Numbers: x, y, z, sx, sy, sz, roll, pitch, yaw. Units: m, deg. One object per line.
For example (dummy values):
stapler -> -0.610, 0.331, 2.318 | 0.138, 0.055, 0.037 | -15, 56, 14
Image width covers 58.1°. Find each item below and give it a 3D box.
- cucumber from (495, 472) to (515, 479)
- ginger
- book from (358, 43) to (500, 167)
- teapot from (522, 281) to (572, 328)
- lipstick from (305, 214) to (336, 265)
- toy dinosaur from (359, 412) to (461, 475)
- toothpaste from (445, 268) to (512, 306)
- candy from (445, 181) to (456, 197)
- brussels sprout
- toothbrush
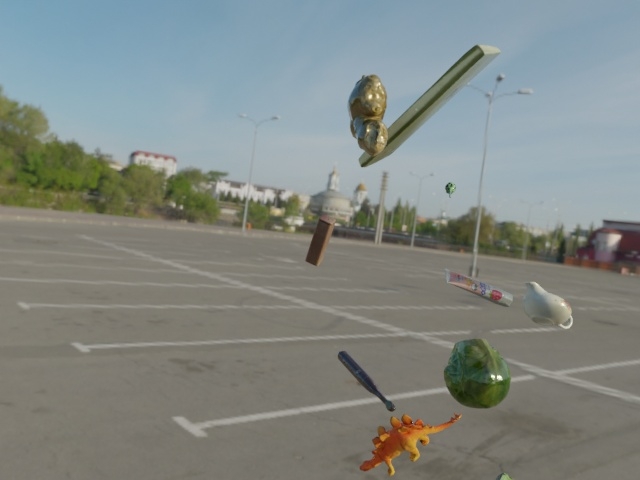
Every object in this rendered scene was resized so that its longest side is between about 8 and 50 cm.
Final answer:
cucumber -> 0.455, 0.677, 1.488 | 0.046, 0.070, 0.220 | -29, 3, 39
ginger -> 0.097, -0.282, 1.234 | 0.081, 0.148, 0.334 | -7, 20, 1
book -> 0.243, -0.300, 1.293 | 0.035, 0.352, 0.239 | 50, 30, 4
teapot -> 0.711, 0.219, 1.803 | 0.226, 0.092, 0.145 | 34, -21, -24
lipstick -> 0.000, 0.000, 1.672 | 0.045, 0.145, 0.045 | 24, 26, 9
toy dinosaur -> 0.201, 0.478, 1.402 | 0.117, 0.288, 0.070 | 47, 17, -19
toothpaste -> 0.435, 0.131, 1.597 | 0.194, 0.043, 0.067 | 22, 31, -4
candy -> 0.269, -0.100, 1.196 | 0.023, 0.025, 0.083 | 44, 25, -8
brussels sprout -> 0.413, 0.349, 1.509 | 0.161, 0.181, 0.144 | -4, -25, 31
toothbrush -> 0.140, 0.437, 1.808 | 0.041, 0.041, 0.364 | 7, 13, -24
